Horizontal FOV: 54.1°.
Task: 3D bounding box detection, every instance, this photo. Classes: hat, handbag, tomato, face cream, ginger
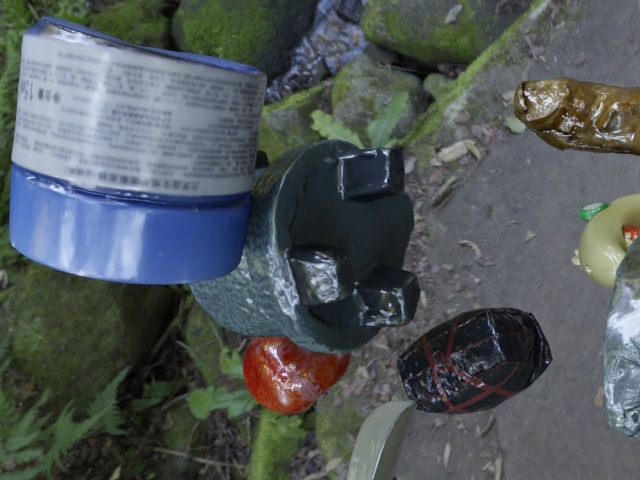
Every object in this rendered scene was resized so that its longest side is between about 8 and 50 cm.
[{"bbox_3d":[0.084,0.273,0.665,0.144,0.166,0.173,44,80,4],"label":"hat"},{"bbox_3d":[0.250,0.199,1.033,0.215,0.169,0.155,-40,54,35],"label":"handbag"},{"bbox_3d":[-0.043,0.202,1.056,0.151,0.187,0.187,44,108,4],"label":"tomato"},{"bbox_3d":[-0.188,-0.098,0.665,0.249,0.249,0.225,19,106,24],"label":"face cream"},{"bbox_3d":[0.407,-0.154,0.820,0.309,0.133,0.107,22,110,39],"label":"ginger"}]

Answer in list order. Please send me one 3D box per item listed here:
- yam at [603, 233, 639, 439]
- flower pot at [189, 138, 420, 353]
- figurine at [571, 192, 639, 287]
[{"bbox_3d":[0.393,0.065,0.492,0.271,0.202,0.201,-3,80,40],"label":"yam"},{"bbox_3d":[0.000,0.000,0.862,0.283,0.299,0.298,-5,88,45],"label":"flower pot"},{"bbox_3d":[0.609,-0.004,1.199,0.222,0.324,0.124,-12,103,37],"label":"figurine"}]
